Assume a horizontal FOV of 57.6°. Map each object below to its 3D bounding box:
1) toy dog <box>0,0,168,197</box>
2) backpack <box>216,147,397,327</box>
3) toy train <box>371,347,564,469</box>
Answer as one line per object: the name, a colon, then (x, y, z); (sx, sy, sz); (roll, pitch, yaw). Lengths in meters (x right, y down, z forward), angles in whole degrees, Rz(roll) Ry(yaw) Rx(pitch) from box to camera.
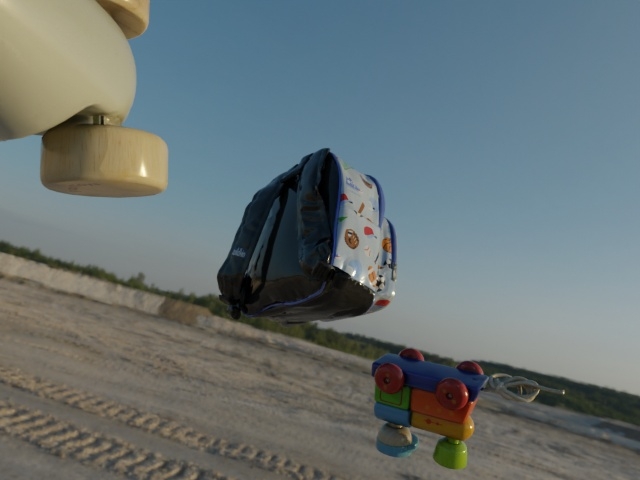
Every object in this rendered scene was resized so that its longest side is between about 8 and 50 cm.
toy dog: (-0.212, -0.116, 0.301); (0.161, 0.220, 0.333); (-6, -24, 12)
backpack: (0.000, 0.000, 0.935); (0.213, 0.263, 0.277); (22, -27, -40)
toy train: (0.189, 0.244, 0.790); (0.248, 0.143, 0.105); (8, 9, 28)
